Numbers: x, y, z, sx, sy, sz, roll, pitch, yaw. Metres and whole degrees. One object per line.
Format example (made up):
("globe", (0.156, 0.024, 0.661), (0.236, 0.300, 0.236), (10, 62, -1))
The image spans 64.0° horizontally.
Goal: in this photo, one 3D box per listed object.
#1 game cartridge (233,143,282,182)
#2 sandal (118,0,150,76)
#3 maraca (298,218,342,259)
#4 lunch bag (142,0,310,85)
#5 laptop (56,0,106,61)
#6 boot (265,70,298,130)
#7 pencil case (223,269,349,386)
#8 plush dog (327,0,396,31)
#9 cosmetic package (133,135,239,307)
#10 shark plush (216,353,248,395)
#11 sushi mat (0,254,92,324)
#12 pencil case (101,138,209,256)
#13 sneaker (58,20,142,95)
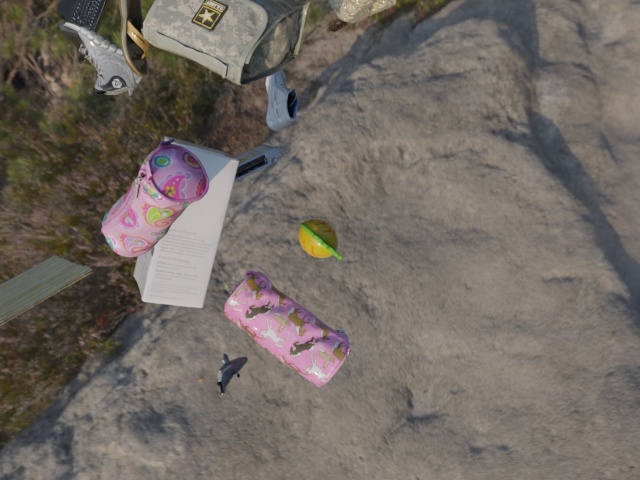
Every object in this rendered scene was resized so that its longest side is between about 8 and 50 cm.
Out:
("game cartridge", (-0.290, -0.251, 1.775), (0.297, 0.062, 0.198), (-28, 26, -12))
("sandal", (-0.379, -0.435, 1.068), (0.049, 0.072, 0.180), (7, 110, 12))
("maraca", (0.000, 0.000, 1.397), (0.099, 0.127, 0.185), (-53, 25, 2))
("lunch bag", (-0.195, -0.452, 1.082), (0.235, 0.169, 0.287), (27, 45, 8))
("laptop", (-0.738, -0.730, 1.582), (0.264, 0.136, 0.234), (42, 118, 5))
("boot", (-0.130, -0.534, 1.878), (0.123, 0.095, 0.259), (-14, 72, 42))
("pencil case", (-0.099, 0.250, 1.489), (0.386, 0.160, 0.167), (35, 52, 5))
("plush dog", (0.074, -0.750, 1.465), (0.210, 0.262, 0.226), (-16, 102, 37))
("cosmetic package", (-0.343, -0.050, 1.283), (0.217, 0.156, 0.385), (28, 106, 61))
("shark plush", (-0.262, 0.383, 1.486), (0.067, 0.161, 0.073), (0, 100, 7))
("sushi mat", (-0.681, 0.123, 1.140), (0.151, 0.019, 0.316), (11, 32, 29))
("pencil case", (-0.318, -0.069, 0.959), (0.284, 0.124, 0.124), (-32, 50, 47))
("sneaker", (-0.568, -0.445, 1.297), (0.228, 0.086, 0.132), (27, 86, -16))
